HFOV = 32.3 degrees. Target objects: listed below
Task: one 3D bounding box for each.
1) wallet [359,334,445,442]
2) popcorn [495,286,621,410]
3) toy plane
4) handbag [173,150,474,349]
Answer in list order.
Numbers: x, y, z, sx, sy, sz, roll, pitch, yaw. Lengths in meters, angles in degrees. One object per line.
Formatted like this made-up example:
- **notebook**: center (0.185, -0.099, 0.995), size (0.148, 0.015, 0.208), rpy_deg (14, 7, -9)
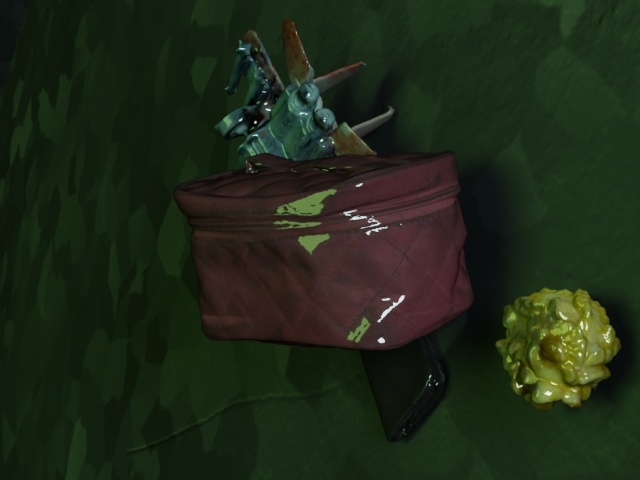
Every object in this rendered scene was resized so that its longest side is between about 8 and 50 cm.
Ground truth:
- **wallet**: center (0.056, 0.077, 0.883), size (0.082, 0.018, 0.157), rpy_deg (-56, 35, 37)
- **popcorn**: center (0.144, 0.067, 0.680), size (0.082, 0.057, 0.083), rpy_deg (47, 126, 58)
- **toy plane**: center (-0.045, -0.057, 1.024), size (0.223, 0.104, 0.326), rpy_deg (59, 144, 11)
- **handbag**: center (0.000, 0.000, 0.823), size (0.225, 0.146, 0.135), rpy_deg (1, 105, 47)
